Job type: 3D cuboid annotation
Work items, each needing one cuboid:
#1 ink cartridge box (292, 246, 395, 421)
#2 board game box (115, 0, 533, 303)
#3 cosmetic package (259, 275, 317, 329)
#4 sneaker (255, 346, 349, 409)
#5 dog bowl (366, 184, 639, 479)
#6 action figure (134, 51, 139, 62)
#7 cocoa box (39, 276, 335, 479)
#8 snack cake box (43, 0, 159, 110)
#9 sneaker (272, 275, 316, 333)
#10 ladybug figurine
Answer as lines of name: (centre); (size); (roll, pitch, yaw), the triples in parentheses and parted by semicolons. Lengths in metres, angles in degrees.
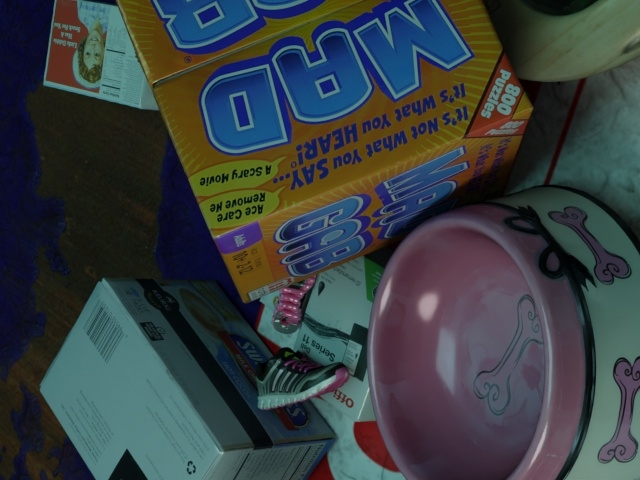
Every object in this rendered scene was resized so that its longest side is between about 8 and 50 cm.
ink cartridge box: (0.057, 0.117, 1.819); (0.153, 0.087, 0.208); (31, 110, 40)
board game box: (-0.007, -0.184, 1.582); (0.356, 0.356, 0.356); (-22, 77, -3)
cosmetic package: (0.000, 0.000, 1.894); (0.099, 0.060, 0.239); (33, 111, 39)
sneaker: (-0.032, 0.174, 1.798); (0.170, 0.063, 0.075); (-22, 82, 48)
dog bowl: (0.206, 0.137, 1.578); (0.408, 0.150, 0.408); (-5, 84, 57)
action figure: (-0.192, -0.337, 2.019); (0.141, 0.164, 0.276); (-14, 74, 47)
cocoa box: (-0.194, 0.247, 1.956); (0.347, 0.228, 0.231); (50, 120, 32)
snack cake box: (-0.326, -0.300, 2.188); (0.264, 0.089, 0.152); (18, 103, 42)
sneaker: (-0.035, 0.065, 1.848); (0.047, 0.057, 0.119); (20, 109, 0)
ladybug figurine: (0.333, -0.345, 1.519); (0.449, 0.162, 0.305); (-33, 68, 37)
